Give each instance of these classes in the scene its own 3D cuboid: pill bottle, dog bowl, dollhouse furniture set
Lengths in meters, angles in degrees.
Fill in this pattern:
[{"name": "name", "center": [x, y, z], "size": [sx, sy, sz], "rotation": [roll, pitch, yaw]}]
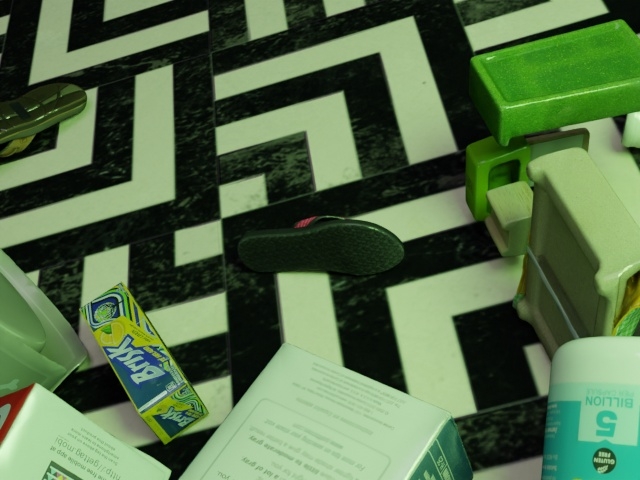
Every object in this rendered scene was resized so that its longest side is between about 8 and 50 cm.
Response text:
[{"name": "pill bottle", "center": [0.214, 0.202, 0.632], "size": [0.146, 0.146, 0.264], "rotation": [2, 76, 22]}, {"name": "dog bowl", "center": [-0.377, 0.039, 0.922], "size": [0.102, 0.349, 0.349], "rotation": [-44, 48, -5]}, {"name": "dollhouse furniture set", "center": [0.245, -0.017, 0.841], "size": [0.151, 0.197, 0.301], "rotation": [-12, 45, -5]}]

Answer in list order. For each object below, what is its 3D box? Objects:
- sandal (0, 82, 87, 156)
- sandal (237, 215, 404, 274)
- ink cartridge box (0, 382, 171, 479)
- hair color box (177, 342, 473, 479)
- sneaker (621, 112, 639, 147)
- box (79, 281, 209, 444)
[{"name": "sandal", "center": [-0.416, -0.151, 1.305], "size": [0.219, 0.060, 0.090], "rotation": [-26, 49, -24]}, {"name": "sandal", "center": [0.000, 0.000, 1.000], "size": [0.179, 0.067, 0.040], "rotation": [-1, 37, 23]}, {"name": "ink cartridge box", "center": [-0.289, 0.273, 0.711], "size": [0.309, 0.130, 0.272], "rotation": [-23, 35, 44]}, {"name": "hair color box", "center": [-0.048, 0.260, 0.740], "size": [0.174, 0.105, 0.347], "rotation": [19, 57, 36]}, {"name": "sneaker", "center": [0.382, -0.172, 1.020], "size": [0.094, 0.080, 0.212], "rotation": [15, 61, 17]}, {"name": "box", "center": [-0.175, 0.117, 0.956], "size": [0.054, 0.059, 0.169], "rotation": [-35, 46, -10]}]
